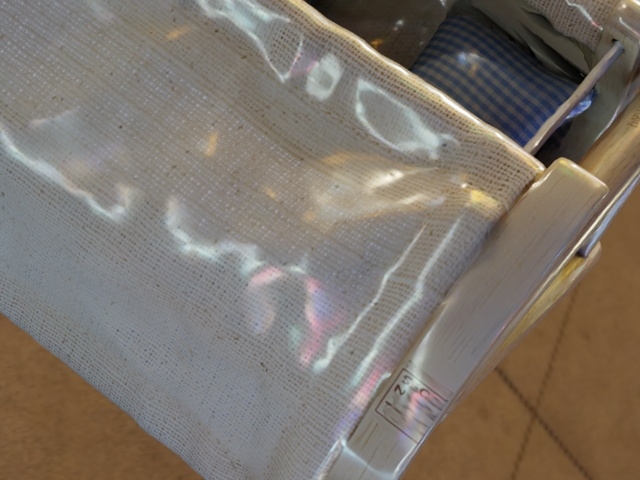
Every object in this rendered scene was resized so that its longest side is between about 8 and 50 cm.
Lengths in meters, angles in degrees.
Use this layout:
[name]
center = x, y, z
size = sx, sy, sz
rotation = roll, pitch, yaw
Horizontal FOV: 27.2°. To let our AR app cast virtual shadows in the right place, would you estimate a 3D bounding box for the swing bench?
[swing bench]
center = -0.010, -0.058, 0.503
size = 0.253, 0.165, 0.255
rotation = 36, 41, 13
